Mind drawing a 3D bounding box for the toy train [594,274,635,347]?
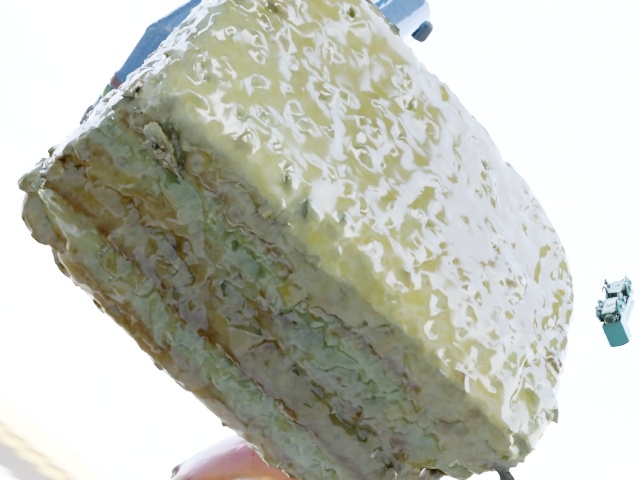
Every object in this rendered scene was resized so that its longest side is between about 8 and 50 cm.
[{"bbox_3d":[0.278,0.064,1.847,0.029,0.092,0.045,-18,-77,22],"label":"toy train"}]

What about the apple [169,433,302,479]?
[{"bbox_3d":[-0.021,0.175,1.040,0.163,0.163,0.139,8,-20,20],"label":"apple"}]

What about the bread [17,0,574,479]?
[{"bbox_3d":[0.000,0.000,0.739,0.196,0.138,0.102,44,-48,-11],"label":"bread"}]

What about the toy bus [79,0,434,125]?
[{"bbox_3d":[-0.032,-0.117,1.297,0.116,0.234,0.133,44,-48,5],"label":"toy bus"}]
